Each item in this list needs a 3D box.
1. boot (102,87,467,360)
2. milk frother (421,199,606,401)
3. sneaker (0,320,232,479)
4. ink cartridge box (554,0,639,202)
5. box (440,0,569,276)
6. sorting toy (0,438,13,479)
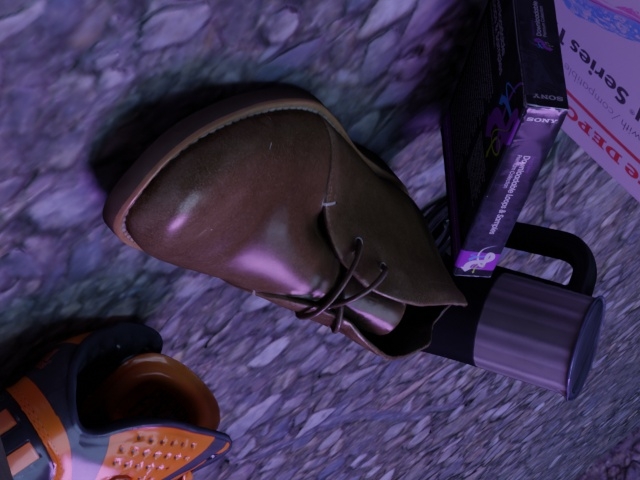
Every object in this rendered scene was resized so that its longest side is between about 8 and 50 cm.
[{"bbox_3d":[0.000,0.000,0.771,0.112,0.115,0.305,-45,157,16],"label":"boot"},{"bbox_3d":[0.137,0.041,1.049,0.143,0.135,0.129,14,91,-68],"label":"milk frother"},{"bbox_3d":[-0.128,0.162,0.851,0.180,0.124,0.321,-37,158,-8],"label":"sneaker"},{"bbox_3d":[0.237,-0.116,0.814,0.119,0.207,0.353,-35,157,-20],"label":"ink cartridge box"},{"bbox_3d":[0.104,-0.070,0.819,0.029,0.116,0.162,4,145,-7],"label":"box"},{"bbox_3d":[-0.220,0.112,0.461,0.089,0.255,0.257,23,114,-40],"label":"sorting toy"}]
